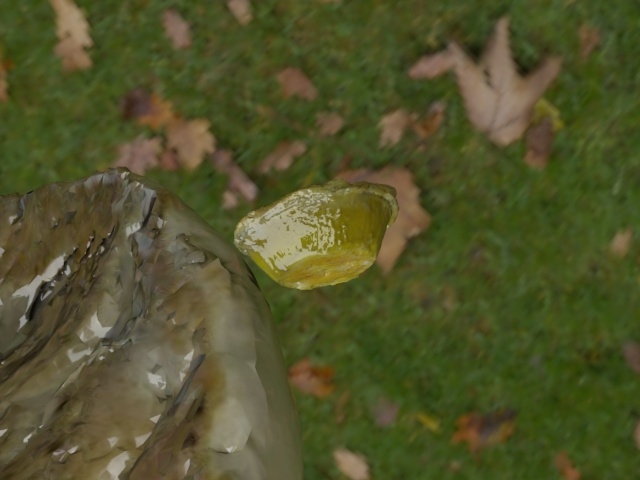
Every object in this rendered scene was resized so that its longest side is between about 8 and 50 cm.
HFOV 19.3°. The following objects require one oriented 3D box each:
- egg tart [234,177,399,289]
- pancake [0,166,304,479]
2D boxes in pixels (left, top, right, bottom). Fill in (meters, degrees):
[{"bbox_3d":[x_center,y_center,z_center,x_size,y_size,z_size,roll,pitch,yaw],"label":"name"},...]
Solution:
[{"bbox_3d":[0.000,0.000,1.073,0.105,0.105,0.039,-30,66,37],"label":"egg tart"},{"bbox_3d":[-0.139,0.146,0.564,0.082,0.387,0.387,33,132,-24],"label":"pancake"}]
